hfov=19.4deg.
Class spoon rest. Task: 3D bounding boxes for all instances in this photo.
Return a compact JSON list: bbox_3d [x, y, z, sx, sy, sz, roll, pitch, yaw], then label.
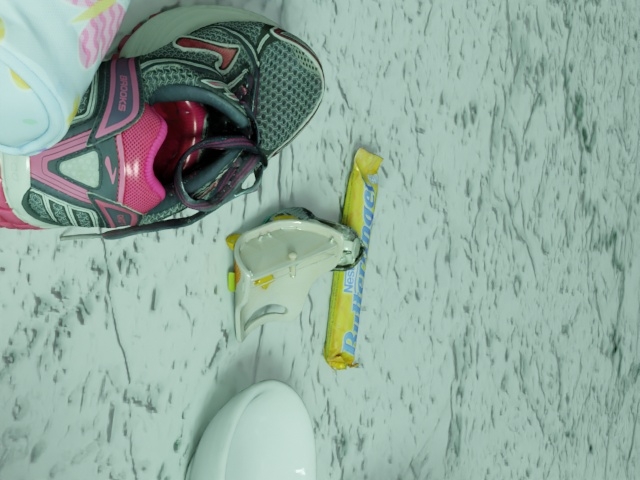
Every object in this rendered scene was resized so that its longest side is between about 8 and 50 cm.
[{"bbox_3d":[-0.049,0.225,1.188,0.137,0.084,0.276,31,69,-62],"label":"spoon rest"}]

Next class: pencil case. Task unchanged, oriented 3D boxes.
[{"bbox_3d":[-0.128,-0.177,0.900,0.124,0.113,0.273,55,48,-53],"label":"pencil case"}]

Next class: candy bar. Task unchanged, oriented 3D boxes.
[{"bbox_3d":[0.024,0.015,1.358,0.040,0.018,0.161,14,83,-63],"label":"candy bar"}]

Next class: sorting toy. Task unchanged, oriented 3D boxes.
[{"bbox_3d":[-0.032,0.030,1.224,0.083,0.045,0.075,-21,133,-37],"label":"sorting toy"}]

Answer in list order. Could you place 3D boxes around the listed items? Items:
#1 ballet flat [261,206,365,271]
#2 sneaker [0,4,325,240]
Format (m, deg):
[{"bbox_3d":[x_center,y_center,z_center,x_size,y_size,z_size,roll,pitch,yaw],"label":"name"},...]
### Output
[{"bbox_3d":[0.000,0.000,1.282,0.114,0.041,0.041,14,84,-63],"label":"ballet flat"},{"bbox_3d":[-0.072,-0.058,1.043,0.299,0.112,0.120,-30,122,-59],"label":"sneaker"}]
